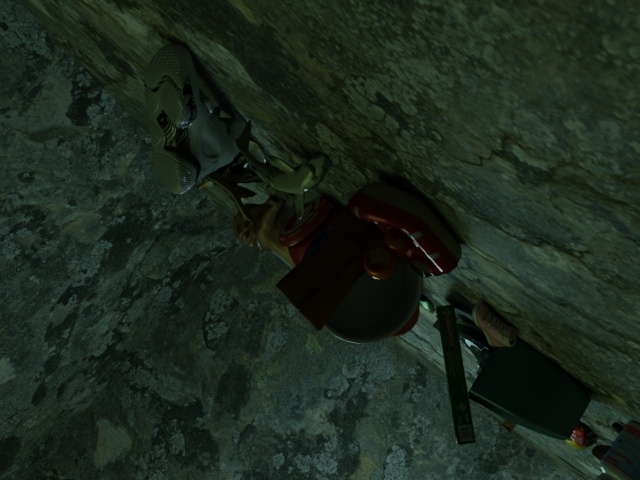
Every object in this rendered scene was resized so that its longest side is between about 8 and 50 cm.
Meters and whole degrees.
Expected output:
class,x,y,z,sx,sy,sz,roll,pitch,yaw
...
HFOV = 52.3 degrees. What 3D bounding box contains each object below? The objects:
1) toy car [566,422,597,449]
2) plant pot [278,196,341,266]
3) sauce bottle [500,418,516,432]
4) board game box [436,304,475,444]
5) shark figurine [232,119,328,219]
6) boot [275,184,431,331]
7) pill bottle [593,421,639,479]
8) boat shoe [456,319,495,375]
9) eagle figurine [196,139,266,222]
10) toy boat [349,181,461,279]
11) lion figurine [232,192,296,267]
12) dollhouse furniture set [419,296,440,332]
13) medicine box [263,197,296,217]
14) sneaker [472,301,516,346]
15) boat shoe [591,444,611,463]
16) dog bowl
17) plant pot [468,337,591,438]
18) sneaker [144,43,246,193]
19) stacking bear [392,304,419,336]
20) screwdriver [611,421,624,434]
class,x,y,z,sx,sy,sz,roll,pitch,yaw
toy car,0.818,0.624,1.916,0.225,0.053,0.239,36,172,23
plant pot,0.000,0.000,1.647,0.174,0.191,0.191,46,171,-17
sauce bottle,0.642,0.568,2.135,0.042,0.128,0.042,38,171,7
board game box,0.329,0.320,1.602,0.213,0.046,0.317,32,-130,-77
shark figurine,-0.074,-0.160,1.435,0.278,0.116,0.166,24,132,34
boot,0.085,0.073,1.312,0.264,0.280,0.096,44,171,-34
pill bottle,0.663,0.480,1.408,0.087,0.160,0.087,38,172,6
boat shoe,0.453,0.320,1.697,0.319,0.099,0.116,34,171,31
eagle figurine,-0.250,-0.208,1.800,0.298,0.225,0.226,-87,-3,-63
toy boat,0.134,0.004,1.170,0.231,0.151,0.151,44,171,-32
lion figurine,-0.085,0.005,1.893,0.392,0.142,0.240,43,129,13
dollhouse furniture set,0.317,0.215,1.878,0.152,0.058,0.076,32,170,40
medicine box,-0.074,0.007,2.178,0.263,0.149,0.289,43,172,-29
sneaker,0.390,0.188,1.440,0.070,0.051,0.134,3,136,47
boat shoe,0.793,0.576,1.744,0.060,0.064,0.178,46,165,-10
dog bowl,0.088,0.088,1.448,0.265,0.265,0.104,41,175,-17
plant pot,0.492,0.354,1.522,0.234,0.165,0.165,30,170,21
sneaker,-0.277,-0.292,1.490,0.137,0.210,0.365,35,137,27
stacking bear,0.190,0.179,1.958,0.164,0.175,0.289,47,-179,-8
screwdriver,0.747,0.471,1.487,0.170,0.024,0.025,33,-161,31
